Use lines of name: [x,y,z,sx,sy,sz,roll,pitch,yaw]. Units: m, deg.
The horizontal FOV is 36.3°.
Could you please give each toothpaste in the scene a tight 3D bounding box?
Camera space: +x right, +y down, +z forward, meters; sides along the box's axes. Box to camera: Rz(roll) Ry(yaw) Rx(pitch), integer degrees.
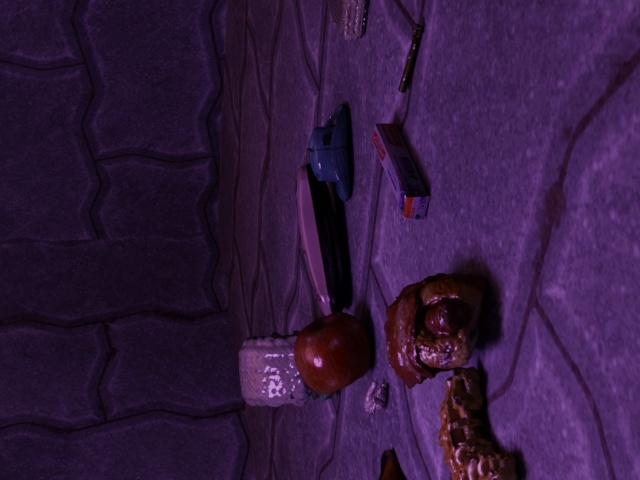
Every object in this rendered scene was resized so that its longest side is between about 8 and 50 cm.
toothpaste: [0.120,-0.107,1.483,0.196,0.040,0.047,-106,19,-49]

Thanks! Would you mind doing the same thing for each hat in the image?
hat: [0.013,-0.166,1.883,0.138,0.078,0.190,-160,67,-82]

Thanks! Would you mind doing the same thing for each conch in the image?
conch: [0.109,0.449,1.604,0.086,0.080,0.232,118,148,-54]

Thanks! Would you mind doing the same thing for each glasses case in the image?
glasses case: [0.000,0.000,1.956,0.122,0.075,0.314,45,-146,-80]

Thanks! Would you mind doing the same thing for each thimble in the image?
thimble: [-0.070,0.275,2.107,0.219,0.219,0.150,169,97,-78]

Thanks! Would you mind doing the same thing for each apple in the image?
apple: [0.024,0.209,1.794,0.146,0.146,0.131,-162,48,-78]

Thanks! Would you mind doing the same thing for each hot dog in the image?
hot dog: [0.138,0.111,1.259,0.213,0.103,0.146,123,164,-66]

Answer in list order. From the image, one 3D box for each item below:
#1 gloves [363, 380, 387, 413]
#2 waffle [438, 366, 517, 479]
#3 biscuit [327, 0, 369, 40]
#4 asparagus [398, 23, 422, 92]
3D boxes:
gloves: [0.096,0.277,1.716,0.044,0.037,0.081,54,145,19]
waffle: [0.191,0.258,1.218,0.194,0.051,0.149,-113,21,-59]
biscuit: [0.049,-0.485,1.674,0.150,0.052,0.252,-105,16,-46]
asparagus: [0.132,-0.267,1.428,0.015,0.018,0.127,41,147,22]
